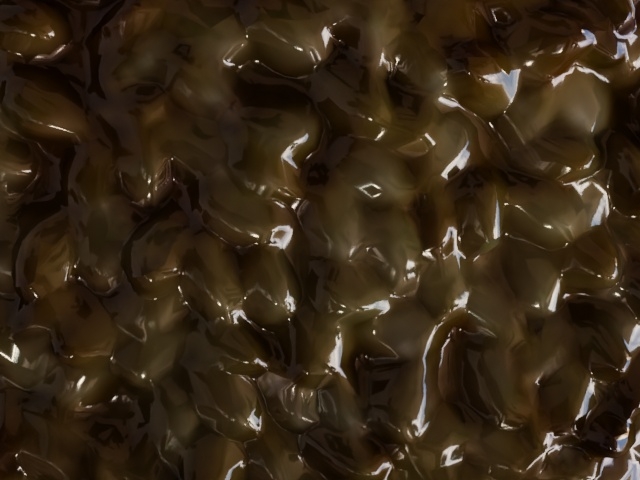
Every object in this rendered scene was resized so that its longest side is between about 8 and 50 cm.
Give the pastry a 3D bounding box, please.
[{"bbox_3d":[0.000,0.000,0.514,0.410,0.409,0.245,-61,-171,4],"label":"pastry"}]
